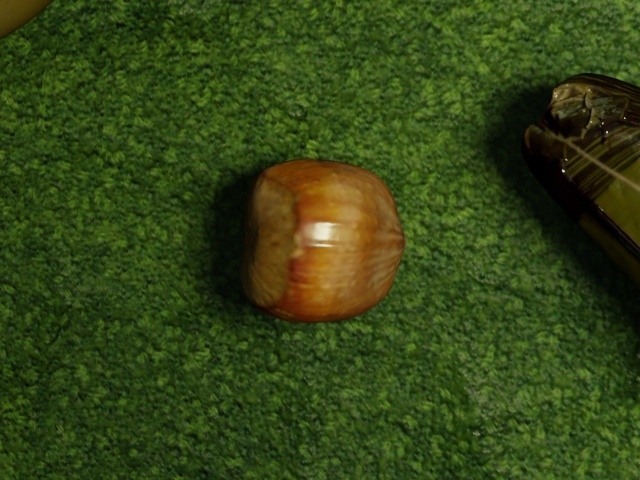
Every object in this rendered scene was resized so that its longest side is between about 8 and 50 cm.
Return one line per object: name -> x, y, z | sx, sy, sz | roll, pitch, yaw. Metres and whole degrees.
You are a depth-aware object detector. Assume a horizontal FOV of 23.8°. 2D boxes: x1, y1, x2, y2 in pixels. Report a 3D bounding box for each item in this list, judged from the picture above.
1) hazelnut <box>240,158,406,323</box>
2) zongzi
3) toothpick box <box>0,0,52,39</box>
hazelnut -> 0.000, 0.000, 1.381 | 0.150, 0.150, 0.150 | 2, 95, 19
zongzi -> 0.348, -0.080, 1.213 | 0.289, 0.154, 0.317 | 49, 117, 9
toothpick box -> -0.403, -0.345, 1.344 | 0.425, 0.409, 0.409 | -13, 90, -7
